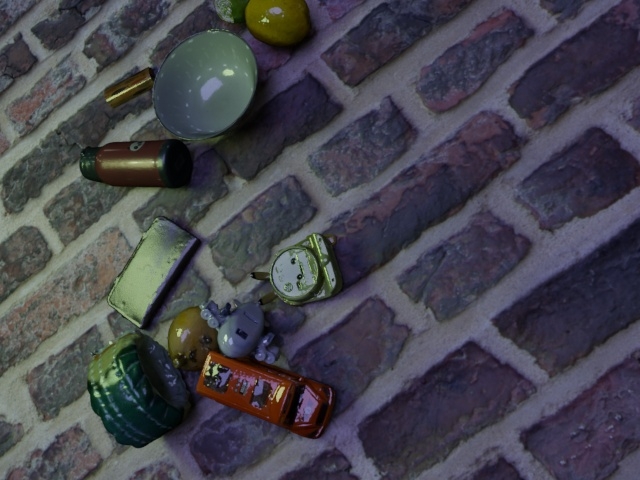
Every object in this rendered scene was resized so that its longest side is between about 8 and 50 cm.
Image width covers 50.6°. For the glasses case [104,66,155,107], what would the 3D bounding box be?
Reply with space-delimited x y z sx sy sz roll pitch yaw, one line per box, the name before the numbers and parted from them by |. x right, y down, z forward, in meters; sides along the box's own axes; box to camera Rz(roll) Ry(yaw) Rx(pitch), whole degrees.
glasses case | -0.604 -0.488 2.145 0.169 0.041 0.065 -23 69 13

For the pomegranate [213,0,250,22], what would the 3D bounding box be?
pomegranate | -0.239 -0.732 2.033 0.169 0.122 0.143 -19 69 57

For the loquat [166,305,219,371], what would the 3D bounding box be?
loquat | -0.332 0.264 1.776 0.149 0.204 0.172 27 122 -2

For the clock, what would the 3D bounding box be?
clock | -0.067 0.092 1.781 0.232 0.069 0.170 -23 74 14

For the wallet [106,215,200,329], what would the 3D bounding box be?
wallet | -0.484 0.089 1.948 0.165 0.042 0.310 31 88 22

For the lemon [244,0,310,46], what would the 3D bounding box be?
lemon | -0.125 -0.643 1.954 0.207 0.170 0.170 14 81 24

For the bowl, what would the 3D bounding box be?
bowl | -0.303 -0.421 1.959 0.337 0.157 0.337 -5 75 19

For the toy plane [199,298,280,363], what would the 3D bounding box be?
toy plane | -0.201 0.228 1.711 0.245 0.244 0.117 47 110 23

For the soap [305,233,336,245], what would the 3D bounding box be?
soap | 0.000 0.000 1.818 0.089 0.012 0.034 -2 77 19

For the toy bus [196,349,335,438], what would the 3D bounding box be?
toy bus | -0.136 0.380 1.688 0.329 0.153 0.143 16 82 21

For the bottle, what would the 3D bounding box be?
bottle | -0.559 -0.230 2.007 0.336 0.144 0.144 3 77 21

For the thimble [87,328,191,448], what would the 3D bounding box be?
thimble | -0.473 0.379 1.750 0.167 0.254 0.288 -36 70 6
